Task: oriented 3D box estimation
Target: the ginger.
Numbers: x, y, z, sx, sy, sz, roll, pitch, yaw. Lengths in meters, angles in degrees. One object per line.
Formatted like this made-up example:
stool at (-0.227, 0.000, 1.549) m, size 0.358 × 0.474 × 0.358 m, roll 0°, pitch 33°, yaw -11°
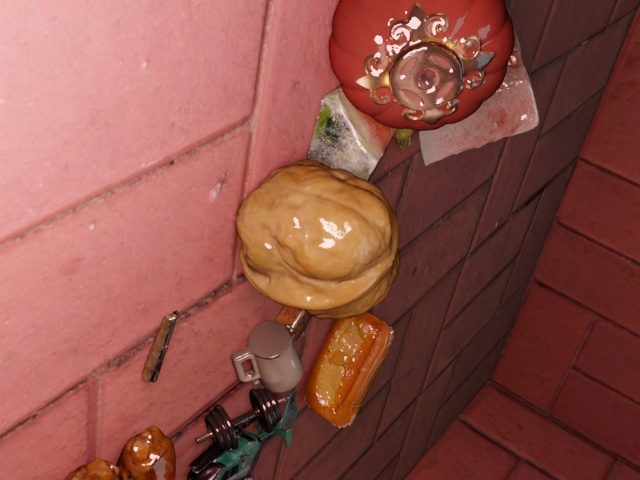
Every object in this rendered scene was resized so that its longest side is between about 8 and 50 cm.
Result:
ginger at (-0.361, 0.532, 1.518) m, size 0.254 × 0.176 × 0.418 m, roll -29°, pitch 137°, yaw -45°

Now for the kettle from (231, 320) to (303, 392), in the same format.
kettle at (-0.107, 0.239, 1.820) m, size 0.148 × 0.126 × 0.098 m, roll 77°, pitch 16°, yaw -55°

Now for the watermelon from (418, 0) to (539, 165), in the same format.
watermelon at (0.356, -0.314, 1.879) m, size 0.387 × 0.258 × 0.228 m, roll -65°, pitch 160°, yaw 10°

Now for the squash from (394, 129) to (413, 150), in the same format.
squash at (0.176, -0.260, 1.790) m, size 0.094 × 0.094 × 0.224 m, roll -47°, pitch 160°, yaw -28°

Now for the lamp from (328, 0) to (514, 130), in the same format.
lamp at (0.164, -0.325, 1.449) m, size 0.257 × 0.303 × 0.303 m, roll -91°, pitch -172°, yaw -50°

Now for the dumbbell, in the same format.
dumbbell at (-0.158, 0.364, 1.798) m, size 0.208 × 0.099 × 0.099 m, roll -22°, pitch 142°, yaw -20°

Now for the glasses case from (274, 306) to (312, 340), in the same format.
glasses case at (-0.016, 0.107, 1.881) m, size 0.218 × 0.049 × 0.075 m, roll -57°, pitch 157°, yaw -6°

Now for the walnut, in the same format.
walnut at (0.000, -0.002, 1.512) m, size 0.253 × 0.276 × 0.282 m, roll -42°, pitch 141°, yaw -48°

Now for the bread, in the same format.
bread at (0.073, 0.305, 2.171) m, size 0.288 × 0.152 × 0.119 m, roll -64°, pitch 162°, yaw 11°

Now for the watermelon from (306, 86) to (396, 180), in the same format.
watermelon at (0.090, -0.213, 1.667) m, size 0.257 × 0.139 × 0.193 m, roll -47°, pitch 163°, yaw -46°

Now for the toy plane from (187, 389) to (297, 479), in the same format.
toy plane at (-0.168, 0.458, 1.930) m, size 0.381 × 0.106 × 0.155 m, roll -20°, pitch 123°, yaw -49°

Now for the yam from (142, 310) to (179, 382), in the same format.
yam at (-0.269, 0.174, 1.476) m, size 0.027 × 0.033 × 0.129 m, roll 11°, pitch 105°, yaw -38°
